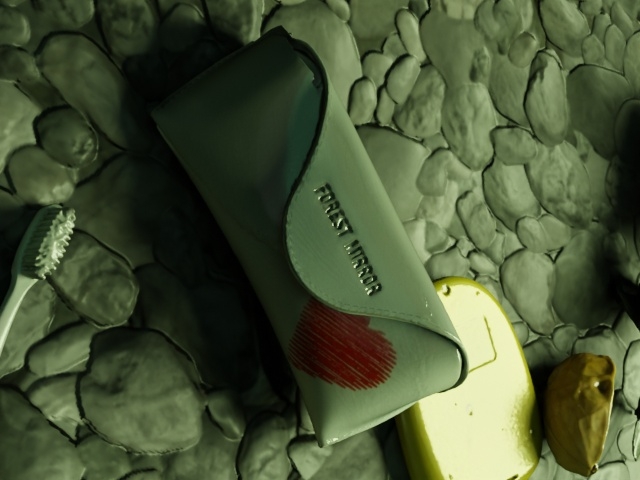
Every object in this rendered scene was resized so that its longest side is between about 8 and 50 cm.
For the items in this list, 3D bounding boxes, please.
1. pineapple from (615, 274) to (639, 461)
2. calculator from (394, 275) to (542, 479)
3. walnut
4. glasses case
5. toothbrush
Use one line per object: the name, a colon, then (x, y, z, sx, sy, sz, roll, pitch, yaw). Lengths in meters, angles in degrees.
pineapple: (0.366, 0.049, 0.921, 0.165, 0.165, 0.364, 34, 70, -27)
calculator: (0.126, 0.146, 0.822, 0.146, 0.032, 0.235, -19, 95, -34)
walnut: (0.222, 0.149, 0.863, 0.052, 0.091, 0.121, 14, 45, 6)
glasses case: (-0.002, 0.001, 0.707, 0.128, 0.083, 0.308, -30, 96, -24)
toothbrush: (-0.219, 0.113, 0.592, 0.025, 0.029, 0.307, 34, 68, -35)
